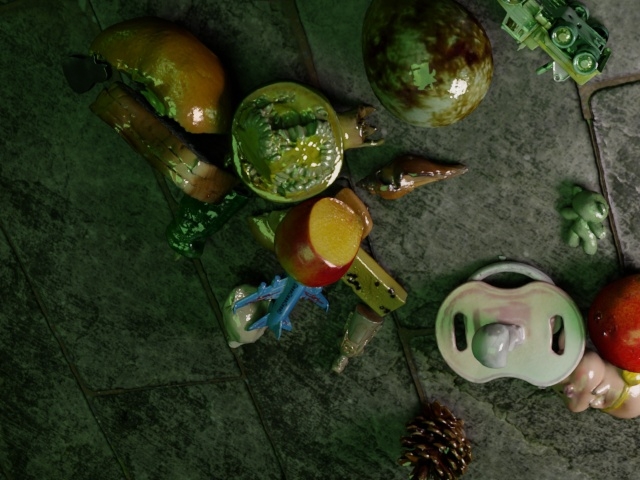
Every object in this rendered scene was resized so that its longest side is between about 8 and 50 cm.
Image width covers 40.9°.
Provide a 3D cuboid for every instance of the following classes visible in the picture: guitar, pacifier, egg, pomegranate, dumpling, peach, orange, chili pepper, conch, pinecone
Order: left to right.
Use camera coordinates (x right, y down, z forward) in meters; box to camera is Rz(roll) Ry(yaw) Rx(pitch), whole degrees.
[{"bbox_3d":[-0.491,-0.403,1.973,0.233,0.025,0.088,-11,112,24],"label":"guitar"},{"bbox_3d":[-0.314,-0.346,1.804,0.334,0.262,0.196,46,109,5],"label":"orange"},{"bbox_3d":[-0.284,-0.053,2.044,0.136,0.099,0.270,33,119,-10],"label":"chili pepper"},{"bbox_3d":[-0.178,0.186,2.128,0.118,0.136,0.199,51,138,39],"label":"dumpling"},{"bbox_3d":[-0.037,-0.213,1.806,0.340,0.260,0.261,-9,117,-9],"label":"pomegranate"},{"bbox_3d":[0.000,0.000,1.836,0.192,0.190,0.190,-37,101,11],"label":"peach"},{"bbox_3d":[0.191,-0.145,1.845,0.232,0.086,0.080,-23,67,15],"label":"conch"},{"bbox_3d":[0.198,-0.355,1.637,0.238,0.238,0.289,-30,87,30],"label":"egg"},{"bbox_3d":[0.275,0.508,2.082,0.185,0.212,0.169,40,122,8],"label":"pinecone"},{"bbox_3d":[0.405,0.205,1.874,0.332,0.273,0.220,0,132,24],"label":"pacifier"},{"bbox_3d":[0.669,0.164,1.775,0.235,0.210,0.210,-27,111,-16],"label":"pomegranate"}]

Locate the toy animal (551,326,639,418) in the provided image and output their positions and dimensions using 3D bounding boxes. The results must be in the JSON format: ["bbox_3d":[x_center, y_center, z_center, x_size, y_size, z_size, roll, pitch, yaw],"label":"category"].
[{"bbox_3d":[0.628,0.312,1.896,0.248,0.149,0.165,19,113,17],"label":"toy animal"}]

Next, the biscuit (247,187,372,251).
[{"bbox_3d":[-0.020,-0.026,1.999,0.299,0.045,0.154,-15,112,26],"label":"biscuit"}]

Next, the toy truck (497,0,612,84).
[{"bbox_3d":[0.414,-0.399,1.606,0.259,0.128,0.135,46,135,-8],"label":"toy truck"}]

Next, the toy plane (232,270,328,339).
[{"bbox_3d":[-0.077,0.119,2.020,0.254,0.105,0.271,3,126,-31],"label":"toy plane"}]

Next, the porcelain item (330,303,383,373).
[{"bbox_3d":[0.075,0.251,2.108,0.084,0.054,0.213,31,123,4],"label":"porcelain item"}]

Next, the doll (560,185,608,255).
[{"bbox_3d":[0.554,-0.042,1.783,0.115,0.077,0.150,43,145,39],"label":"doll"}]

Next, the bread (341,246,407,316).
[{"bbox_3d":[0.100,0.082,1.985,0.088,0.049,0.226,-32,116,34],"label":"bread"}]

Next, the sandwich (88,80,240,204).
[{"bbox_3d":[-0.336,-0.212,1.844,0.301,0.271,0.099,43,92,10],"label":"sandwich"}]
